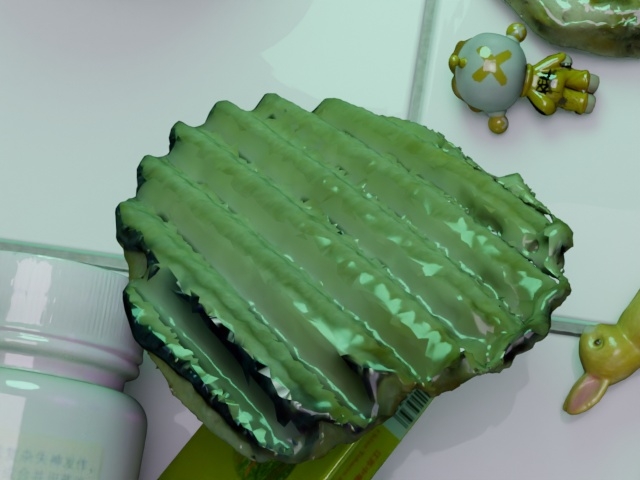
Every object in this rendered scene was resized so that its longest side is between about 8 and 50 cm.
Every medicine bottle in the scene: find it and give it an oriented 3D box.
[{"bbox_3d":[-0.262,0.213,1.008,0.214,0.213,0.378,7,75,7],"label":"medicine bottle"}]

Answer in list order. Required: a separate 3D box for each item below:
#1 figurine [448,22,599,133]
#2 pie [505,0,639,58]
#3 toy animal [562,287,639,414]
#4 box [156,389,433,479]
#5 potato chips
[{"bbox_3d":[0.191,-0.149,1.143,0.143,0.068,0.101,35,88,-4],"label":"figurine"},{"bbox_3d":[0.311,-0.329,1.173,0.339,0.077,0.339,-3,76,12],"label":"pie"},{"bbox_3d":[0.271,0.093,1.062,0.159,0.083,0.070,-40,67,4],"label":"toy animal"},{"bbox_3d":[-0.021,0.164,1.027,0.335,0.047,0.187,-50,34,-9],"label":"box"},{"bbox_3d":[0.000,0.000,1.009,0.358,0.070,0.429,-29,46,-23],"label":"potato chips"}]
